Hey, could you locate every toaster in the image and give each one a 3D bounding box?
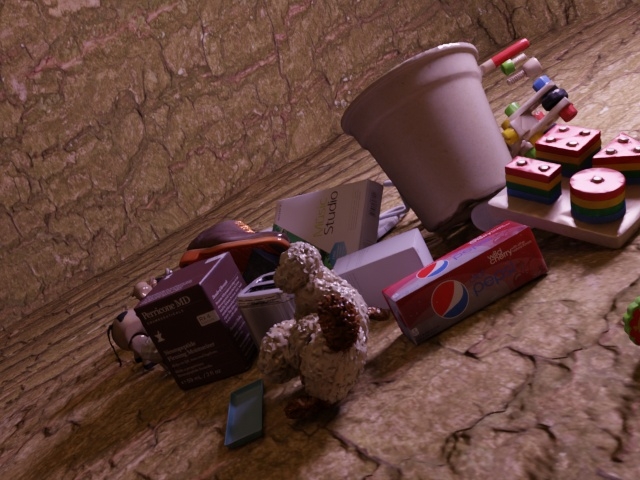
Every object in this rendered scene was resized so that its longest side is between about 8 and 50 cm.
[{"bbox_3d":[-0.061,0.140,1.471,0.227,0.146,0.129,-12,20,45],"label":"toaster"}]

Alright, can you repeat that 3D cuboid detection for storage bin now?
[{"bbox_3d":[-0.081,0.087,1.648,0.180,0.122,0.084,26,97,61],"label":"storage bin"}]

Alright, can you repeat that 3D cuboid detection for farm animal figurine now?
[{"bbox_3d":[-0.371,0.160,1.839,0.330,0.172,0.327,-5,26,46],"label":"farm animal figurine"}]

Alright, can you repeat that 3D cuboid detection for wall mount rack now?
[{"bbox_3d":[0.049,-0.041,1.938,0.304,0.130,0.350,-14,18,48],"label":"wall mount rack"}]

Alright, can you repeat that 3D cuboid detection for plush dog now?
[{"bbox_3d":[0.014,0.162,1.226,0.211,0.262,0.225,10,27,-6],"label":"plush dog"}]

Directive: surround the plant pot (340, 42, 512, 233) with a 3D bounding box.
[{"bbox_3d":[0.260,-0.196,1.645,0.334,0.305,0.334,-26,-13,-6],"label":"plant pot"}]

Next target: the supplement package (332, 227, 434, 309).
[{"bbox_3d":[0.124,0.067,1.488,0.179,0.105,0.105,-22,15,19],"label":"supplement package"}]

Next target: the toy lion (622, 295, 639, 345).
[{"bbox_3d":[0.421,0.085,0.948,0.096,0.100,0.034,-7,18,0],"label":"toy lion"}]

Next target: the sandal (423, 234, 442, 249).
[{"bbox_3d":[0.180,0.049,1.581,0.180,0.049,0.072,-39,7,11],"label":"sandal"}]

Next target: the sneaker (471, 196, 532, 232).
[{"bbox_3d":[0.418,-0.072,1.539,0.217,0.079,0.121,-8,19,29],"label":"sneaker"}]

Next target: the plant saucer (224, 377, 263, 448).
[{"bbox_3d":[-0.125,0.293,1.312,0.067,0.018,0.192,-26,14,3],"label":"plant saucer"}]

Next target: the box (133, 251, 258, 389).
[{"bbox_3d":[-0.237,0.164,1.578,0.168,0.203,0.167,-21,16,21],"label":"box"}]

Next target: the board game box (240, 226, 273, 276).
[{"bbox_3d":[-0.200,0.059,2.142,0.242,0.064,0.316,-19,16,26],"label":"board game box"}]

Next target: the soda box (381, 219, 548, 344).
[{"bbox_3d":[0.243,0.068,1.308,0.263,0.092,0.083,-28,13,-6],"label":"soda box"}]

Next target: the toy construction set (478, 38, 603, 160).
[{"bbox_3d":[0.436,-0.265,1.764,0.237,0.309,0.257,-31,7,3],"label":"toy construction set"}]

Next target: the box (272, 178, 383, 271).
[{"bbox_3d":[0.000,0.000,1.750,0.322,0.058,0.232,-11,65,49],"label":"box"}]

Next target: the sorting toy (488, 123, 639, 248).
[{"bbox_3d":[0.476,-0.116,1.384,0.255,0.089,0.257,20,44,42],"label":"sorting toy"}]

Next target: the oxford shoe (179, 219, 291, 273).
[{"bbox_3d":[-0.200,0.002,1.848,0.364,0.130,0.132,-8,54,41],"label":"oxford shoe"}]
